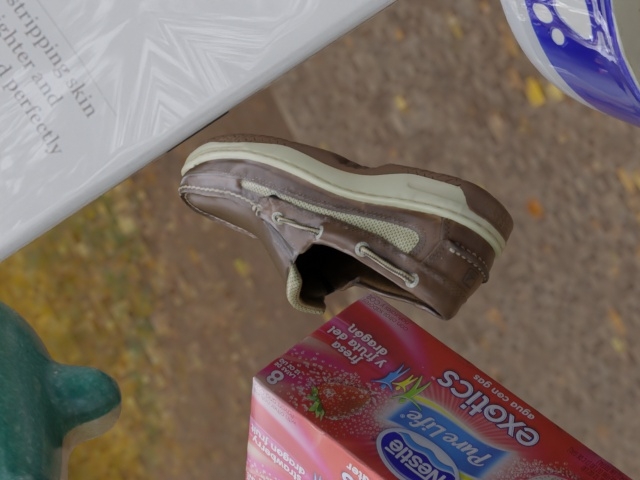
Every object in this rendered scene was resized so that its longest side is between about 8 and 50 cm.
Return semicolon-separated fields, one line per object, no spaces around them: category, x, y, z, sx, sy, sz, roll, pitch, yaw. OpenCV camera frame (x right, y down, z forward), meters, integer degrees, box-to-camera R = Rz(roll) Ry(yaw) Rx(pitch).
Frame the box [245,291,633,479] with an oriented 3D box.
box;0.080;0.170;1.272;0.257;0.122;0.128;36;142;26

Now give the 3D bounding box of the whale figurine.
whale figurine;-0.213;0.112;1.086;0.272;0.216;0.141;32;142;56

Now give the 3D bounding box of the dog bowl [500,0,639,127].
dog bowl;0.230;-0.183;1.065;0.104;0.265;0.265;32;148;54

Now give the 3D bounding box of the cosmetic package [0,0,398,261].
cosmetic package;-0.002;-0.177;0.552;0.217;0.385;0.156;58;-159;-6

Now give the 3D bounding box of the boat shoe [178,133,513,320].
boat shoe;-0.004;-0.004;1.234;0.257;0.095;0.095;10;158;43
